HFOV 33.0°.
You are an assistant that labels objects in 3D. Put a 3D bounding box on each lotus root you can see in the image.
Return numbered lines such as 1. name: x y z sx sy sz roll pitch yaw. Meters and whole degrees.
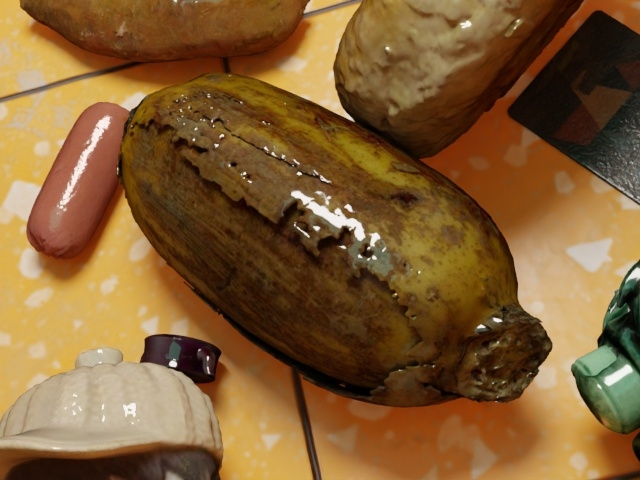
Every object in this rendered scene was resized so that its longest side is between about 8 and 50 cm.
1. lotus root: 0.000 0.000 0.867 0.397 0.196 0.179 32 46 23

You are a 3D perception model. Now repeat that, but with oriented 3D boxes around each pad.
1. pad: 0.291 -0.106 0.963 0.211 0.003 0.143 37 78 20

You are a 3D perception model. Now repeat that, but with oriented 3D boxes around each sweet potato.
1. sweet potato: -0.156 -0.217 1.030 0.292 0.097 0.097 0 69 10

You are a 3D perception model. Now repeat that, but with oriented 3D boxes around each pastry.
1. pastry: 0.138 -0.212 0.868 0.136 0.329 0.329 42 80 7

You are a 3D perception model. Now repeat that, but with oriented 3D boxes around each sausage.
1. sausage: -0.218 -0.054 0.991 0.062 0.062 0.154 17 72 15

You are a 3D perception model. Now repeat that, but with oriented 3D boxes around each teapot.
1. teapot: -0.122 0.106 0.912 0.100 0.068 0.045 -9 65 44

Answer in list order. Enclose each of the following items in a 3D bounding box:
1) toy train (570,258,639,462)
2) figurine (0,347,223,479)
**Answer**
1. toy train: 0.349 0.086 0.803 0.299 0.167 0.238 -30 77 -2
2. figurine: -0.143 0.252 0.824 0.185 0.204 0.332 -17 96 1
